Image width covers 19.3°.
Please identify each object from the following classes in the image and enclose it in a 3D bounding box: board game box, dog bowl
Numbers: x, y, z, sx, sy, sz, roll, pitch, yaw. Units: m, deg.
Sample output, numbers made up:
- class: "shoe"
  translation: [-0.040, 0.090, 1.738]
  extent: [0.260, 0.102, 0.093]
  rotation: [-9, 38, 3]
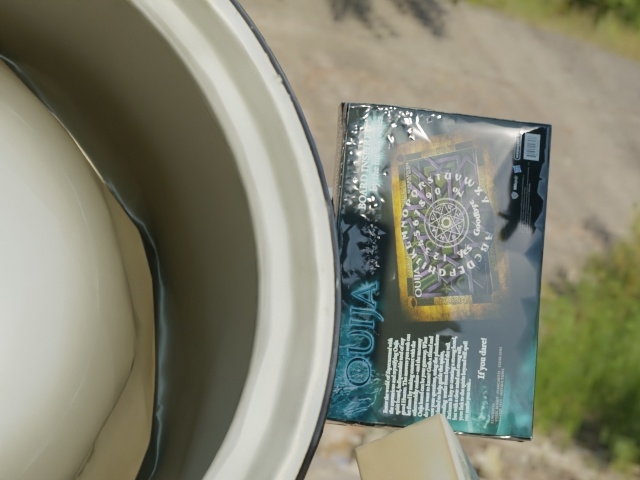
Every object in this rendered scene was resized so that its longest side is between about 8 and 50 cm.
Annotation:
- class: "board game box"
  translation: [0.065, 0.018, 1.083]
  extent: [0.126, 0.186, 0.026]
  rotation: [7, -10, -9]
- class: "dog bowl"
  translation: [-0.205, 0.022, 0.793]
  extent: [0.408, 0.408, 0.150]
  rotation: [14, -23, -16]

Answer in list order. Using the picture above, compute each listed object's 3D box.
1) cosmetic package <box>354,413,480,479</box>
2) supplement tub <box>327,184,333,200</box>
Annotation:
- class: "cosmetic package"
  translation: [0.050, 0.131, 0.727]
  extent: [0.115, 0.041, 0.060]
  rotation: [-104, 168, -48]
- class: "supplement tub"
  translation: [0.000, 0.000, 1.238]
  extent: [0.107, 0.071, 0.071]
  rotation: [-10, 2, 11]
